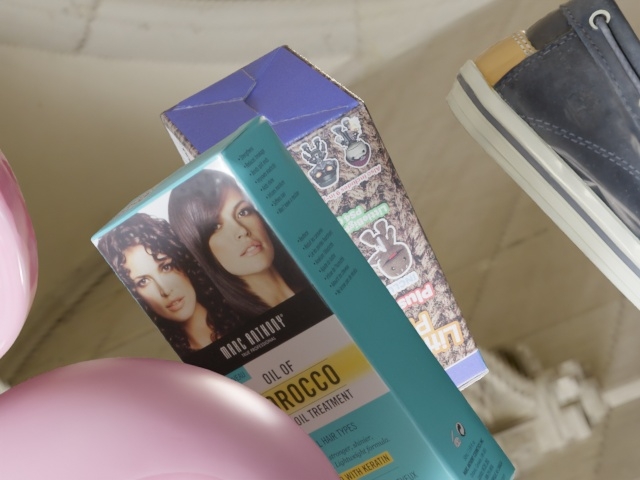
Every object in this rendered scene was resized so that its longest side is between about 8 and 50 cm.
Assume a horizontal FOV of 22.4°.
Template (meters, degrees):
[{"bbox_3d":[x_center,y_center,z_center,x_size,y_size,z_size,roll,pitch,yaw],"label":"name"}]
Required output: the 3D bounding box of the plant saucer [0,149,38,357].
[{"bbox_3d":[-0.322,-0.039,0.984,0.332,0.332,0.084,48,-138,-30],"label":"plant saucer"}]

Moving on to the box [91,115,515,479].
[{"bbox_3d":[-0.007,0.063,0.869,0.244,0.100,0.060,54,-150,-8],"label":"box"}]

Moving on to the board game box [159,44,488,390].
[{"bbox_3d":[0.000,0.000,1.474,0.291,0.141,0.232,64,172,-26],"label":"board game box"}]

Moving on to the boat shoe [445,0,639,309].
[{"bbox_3d":[0.309,0.019,1.142,0.500,0.156,0.187,46,-171,6],"label":"boat shoe"}]

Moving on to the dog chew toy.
[{"bbox_3d":[-0.107,0.163,0.743,0.206,0.332,0.206,3,-99,-19],"label":"dog chew toy"}]
